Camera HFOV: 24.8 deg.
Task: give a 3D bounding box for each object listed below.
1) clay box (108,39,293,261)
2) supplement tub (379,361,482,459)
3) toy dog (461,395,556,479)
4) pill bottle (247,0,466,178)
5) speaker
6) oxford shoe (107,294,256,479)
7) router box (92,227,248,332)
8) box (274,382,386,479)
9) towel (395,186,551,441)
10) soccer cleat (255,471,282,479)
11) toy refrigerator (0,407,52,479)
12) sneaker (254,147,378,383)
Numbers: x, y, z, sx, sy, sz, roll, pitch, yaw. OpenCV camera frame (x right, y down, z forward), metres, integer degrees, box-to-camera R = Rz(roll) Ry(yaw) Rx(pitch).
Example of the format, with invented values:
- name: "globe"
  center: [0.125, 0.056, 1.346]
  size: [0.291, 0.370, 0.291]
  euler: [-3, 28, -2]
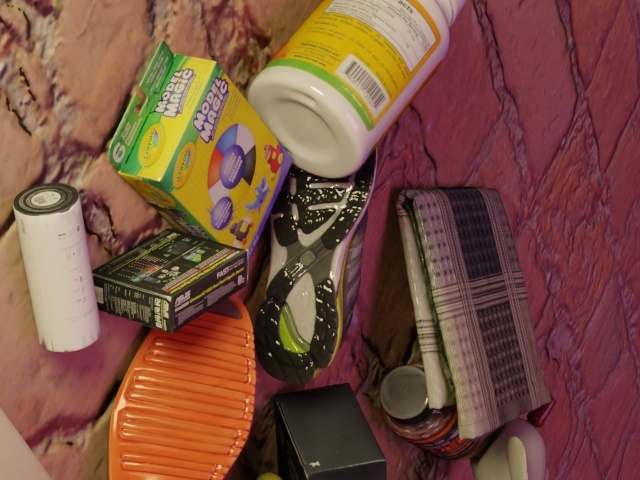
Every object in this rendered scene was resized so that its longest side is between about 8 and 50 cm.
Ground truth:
- name: "clay box"
  center: [-0.108, -0.077, 1.358]
  size: [0.127, 0.053, 0.222]
  euler: [-67, 152, -16]
- name: "supplement tub"
  center: [0.143, 0.220, 1.904]
  size: [0.198, 0.106, 0.106]
  euler: [38, 69, -59]
- name: "toy dog"
  center: [0.297, 0.322, 1.983]
  size: [0.161, 0.333, 0.220]
  euler: [-46, 133, 10]
- name: "pill bottle"
  center: [0.046, -0.191, 1.481]
  size: [0.245, 0.136, 0.136]
  euler: [-52, 145, -30]
- name: "speaker"
  center: [-0.217, 0.024, 1.205]
  size: [0.055, 0.055, 0.136]
  euler: [-43, 138, -46]
- name: "oxford shoe"
  center: [-0.149, 0.223, 1.397]
  size: [0.133, 0.130, 0.363]
  euler: [126, -21, -75]
- name: "router box"
  center: [-0.136, 0.035, 1.318]
  size: [0.122, 0.092, 0.038]
  euler: [-33, 131, -51]
- name: "box"
  center: [0.011, 0.269, 1.614]
  size: [0.093, 0.156, 0.158]
  euler: [-9, 119, -11]
- name: "towel"
  center: [0.198, 0.089, 1.894]
  size: [0.312, 0.056, 0.324]
  euler: [-6, 82, -63]
- name: "soccer cleat"
  center: [-0.057, 0.399, 1.603]
  size: [0.093, 0.121, 0.289]
  euler: [-4, 106, -60]
- name: "toy refrigerator"
  center: [-0.302, 0.130, 1.050]
  size: [0.094, 0.102, 0.269]
  euler: [-58, 148, -29]
- name: "sneaker"
  center: [0.000, 0.000, 1.565]
  size: [0.121, 0.111, 0.300]
  euler: [-7, 111, -78]
